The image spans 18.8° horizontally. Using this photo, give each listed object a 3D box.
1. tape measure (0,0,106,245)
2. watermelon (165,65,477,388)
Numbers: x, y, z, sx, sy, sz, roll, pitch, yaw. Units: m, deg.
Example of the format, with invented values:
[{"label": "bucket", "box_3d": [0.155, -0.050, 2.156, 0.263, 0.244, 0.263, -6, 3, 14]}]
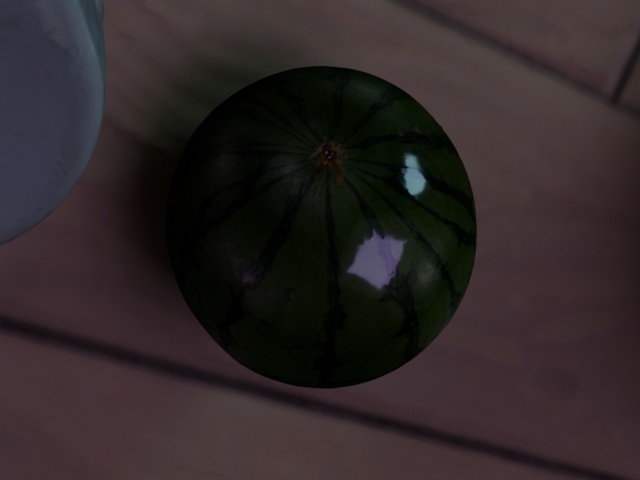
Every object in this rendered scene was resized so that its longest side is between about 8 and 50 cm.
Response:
[{"label": "tape measure", "box_3d": [-0.155, -0.099, 0.338, 0.207, 0.115, 0.235, -14, 122, 1]}, {"label": "watermelon", "box_3d": [-0.001, -0.001, 0.597, 0.109, 0.109, 0.109, -16, 119, -31]}]
